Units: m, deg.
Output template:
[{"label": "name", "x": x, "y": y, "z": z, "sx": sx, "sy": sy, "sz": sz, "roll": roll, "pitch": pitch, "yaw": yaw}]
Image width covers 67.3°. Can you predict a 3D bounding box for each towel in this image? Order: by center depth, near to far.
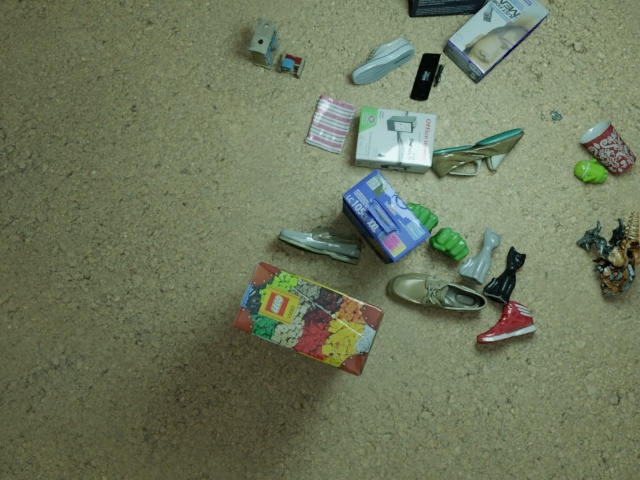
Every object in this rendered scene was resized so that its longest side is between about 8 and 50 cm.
[{"label": "towel", "x": 0.038, "y": -0.438, "z": 1.809, "sx": 0.144, "sy": 0.029, "sz": 0.196, "roll": 19, "pitch": 86, "yaw": 4}]

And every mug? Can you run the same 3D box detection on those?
[{"label": "mug", "x": 1.047, "y": -0.342, "z": 1.725, "sx": 0.169, "sy": 0.113, "sz": 0.150, "roll": 45, "pitch": 78, "yaw": -7}]

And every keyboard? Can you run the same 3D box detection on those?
[{"label": "keyboard", "x": 0.412, "y": -0.614, "z": 1.820, "sx": 0.100, "sy": 0.038, "sz": 0.191, "roll": 16, "pitch": 86, "yaw": 26}]

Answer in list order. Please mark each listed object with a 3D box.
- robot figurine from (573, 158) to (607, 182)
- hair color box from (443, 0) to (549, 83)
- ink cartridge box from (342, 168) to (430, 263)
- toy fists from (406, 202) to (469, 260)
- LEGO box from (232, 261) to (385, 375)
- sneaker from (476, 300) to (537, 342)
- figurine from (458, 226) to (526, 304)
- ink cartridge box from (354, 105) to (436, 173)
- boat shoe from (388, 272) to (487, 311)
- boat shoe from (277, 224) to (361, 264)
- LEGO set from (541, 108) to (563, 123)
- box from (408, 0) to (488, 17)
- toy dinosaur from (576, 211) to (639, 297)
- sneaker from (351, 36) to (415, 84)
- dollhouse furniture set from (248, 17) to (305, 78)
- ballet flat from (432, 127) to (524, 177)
[{"label": "robot figurine", "x": 0.977, "y": -0.250, "z": 1.746, "sx": 0.115, "sy": 0.067, "sz": 0.101, "roll": 22, "pitch": 58, "yaw": 4}, {"label": "hair color box", "x": 0.648, "y": -0.773, "z": 1.785, "sx": 0.339, "sy": 0.110, "sz": 0.185, "roll": -44, "pitch": 86, "yaw": -1}, {"label": "ink cartridge box", "x": 0.205, "y": -0.068, "z": 1.586, "sx": 0.151, "sy": 0.395, "sz": 0.270, "roll": -38, "pitch": 85, "yaw": -2}, {"label": "toy fists", "x": 0.403, "y": -0.031, "z": 1.705, "sx": 0.279, "sy": 0.142, "sz": 0.096, "roll": 42, "pitch": 87, "yaw": 5}, {"label": "LEGO box", "x": -0.027, "y": 0.229, "z": 1.514, "sx": 0.373, "sy": 0.500, "sz": 0.193, "roll": 21, "pitch": 85, "yaw": 4}, {"label": "sneaker", "x": 0.644, "y": 0.287, "z": 1.710, "sx": 0.222, "sy": 0.087, "sz": 0.127, "roll": -11, "pitch": 76, "yaw": -12}, {"label": "figurine", "x": 0.617, "y": 0.084, "z": 1.698, "sx": 0.215, "sy": 0.092, "sz": 0.209, "roll": 36, "pitch": 78, "yaw": -18}, {"label": "ink cartridge box", "x": 0.271, "y": -0.364, "z": 1.752, "sx": 0.273, "sy": 0.115, "sz": 0.198, "roll": 6, "pitch": 85, "yaw": 2}, {"label": "boat shoe", "x": 0.414, "y": 0.183, "z": 1.700, "sx": 0.342, "sy": 0.110, "sz": 0.121, "roll": 8, "pitch": 85, "yaw": 2}, {"label": "boat shoe", "x": 0.000, "y": 0.000, "z": 1.736, "sx": 0.303, "sy": 0.113, "sz": 0.103, "roll": 17, "pitch": 84, "yaw": -7}, {"label": "LEGO set", "x": 0.866, "y": -0.463, "z": 1.790, "sx": 0.083, "sy": 0.023, "sz": 0.054, "roll": -18, "pitch": 85, "yaw": 0}, {"label": "box", "x": 0.458, "y": -1.115, "z": 1.638, "sx": 0.298, "sy": 0.472, "sz": 0.479, "roll": -3, "pitch": 84, "yaw": 1}, {"label": "toy dinosaur", "x": 1.023, "y": 0.043, "z": 1.636, "sx": 0.165, "sy": 0.218, "sz": 0.321, "roll": 13, "pitch": 127, "yaw": -12}, {"label": "sneaker", "x": 0.223, "y": -0.675, "z": 1.806, "sx": 0.258, "sy": 0.094, "sz": 0.091, "roll": -28, "pitch": 66, "yaw": -5}, {"label": "dollhouse furniture set", "x": -0.149, "y": -0.713, "z": 1.789, "sx": 0.184, "sy": 0.129, "sz": 0.128, "roll": 18, "pitch": 85, "yaw": 4}, {"label": "ballet flat", "x": 0.575, "y": -0.306, "z": 1.751, "sx": 0.343, "sy": 0.116, "sz": 0.124, "roll": -16, "pitch": 105, "yaw": 0}]
